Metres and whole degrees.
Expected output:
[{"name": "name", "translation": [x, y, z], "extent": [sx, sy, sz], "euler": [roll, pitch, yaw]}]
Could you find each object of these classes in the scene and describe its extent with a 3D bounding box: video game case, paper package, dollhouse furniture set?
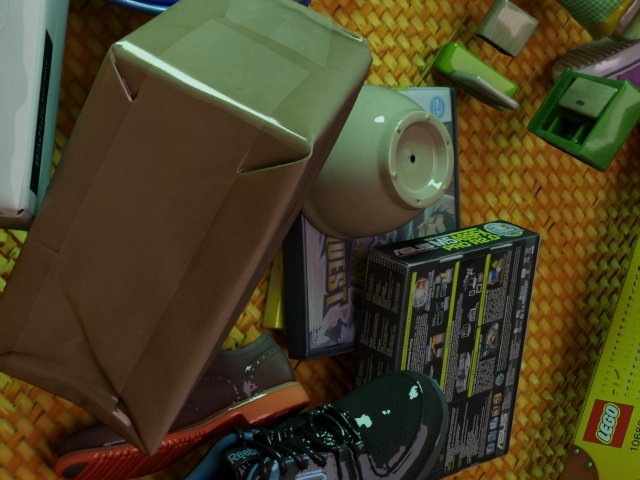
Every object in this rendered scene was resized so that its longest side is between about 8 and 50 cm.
[{"name": "video game case", "translation": [0.058, -0.025, 1.625], "extent": [0.248, 0.035, 0.275], "euler": [-7, 95, -44]}, {"name": "paper package", "translation": [-0.109, -0.034, 1.274], "extent": [0.168, 0.325, 0.309], "euler": [27, 111, 0]}, {"name": "dollhouse furniture set", "translation": [0.292, -0.262, 1.688], "extent": [0.197, 0.151, 0.301], "euler": [32, 93, -19]}]

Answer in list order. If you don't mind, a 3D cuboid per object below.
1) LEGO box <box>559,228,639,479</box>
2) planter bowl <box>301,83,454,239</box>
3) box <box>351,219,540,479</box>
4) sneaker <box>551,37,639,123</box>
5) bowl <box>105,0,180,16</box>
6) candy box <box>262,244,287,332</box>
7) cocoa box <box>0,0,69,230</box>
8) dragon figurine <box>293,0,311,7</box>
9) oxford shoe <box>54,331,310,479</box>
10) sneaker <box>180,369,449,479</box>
[{"name": "LEGO box", "translation": [0.527, 0.152, 1.899], "extent": [0.372, 0.193, 0.500], "euler": [37, 68, -45]}, {"name": "planter bowl", "translation": [0.063, -0.079, 1.527], "extent": [0.162, 0.109, 0.162], "euler": [-3, 94, -43]}, {"name": "box", "translation": [0.131, 0.125, 1.645], "extent": [0.216, 0.060, 0.270], "euler": [-12, 115, -42]}, {"name": "sneaker", "translation": [0.402, -0.181, 1.901], "extent": [0.282, 0.102, 0.161], "euler": [-20, 106, -38]}, {"name": "bowl", "translation": [-0.135, -0.398, 1.409], "extent": [0.391, 0.077, 0.391], "euler": [0, 91, -22]}, {"name": "candy box", "translation": [0.000, 0.000, 1.615], "extent": [0.105, 0.027, 0.206], "euler": [14, 81, -38]}, {"name": "cocoa box", "translation": [-0.315, -0.191, 1.181], "extent": [0.228, 0.231, 0.347], "euler": [5, 86, -6]}, {"name": "dragon figurine", "translation": [-0.029, -0.359, 1.554], "extent": [0.144, 0.085, 0.289], "euler": [32, 71, -35]}, {"name": "oxford shoe", "translation": [-0.143, 0.160, 1.475], "extent": [0.271, 0.097, 0.098], "euler": [-14, 72, -37]}, {"name": "sneaker", "translation": [-0.022, 0.225, 1.460], "extent": [0.341, 0.125, 0.140], "euler": [-35, 137, -14]}]
